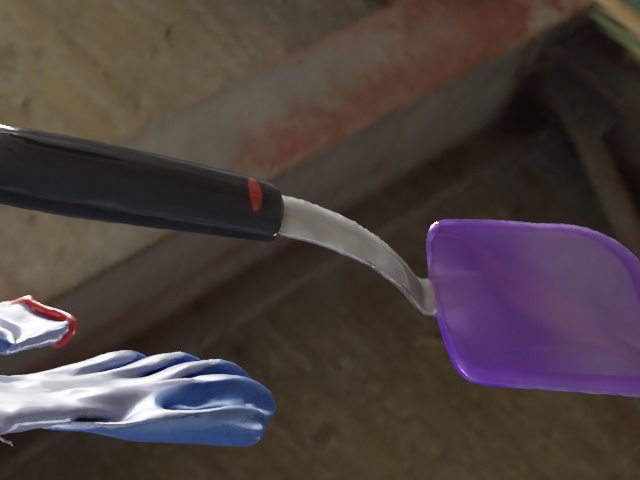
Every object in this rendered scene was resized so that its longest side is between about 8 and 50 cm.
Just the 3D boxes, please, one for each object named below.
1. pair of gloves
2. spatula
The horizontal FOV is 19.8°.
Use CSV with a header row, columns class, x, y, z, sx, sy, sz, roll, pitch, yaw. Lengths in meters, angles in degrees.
class,x,y,z,sx,sy,sz,roll,pitch,yaw
pair of gloves,-0.114,0.042,0.671,0.198,0.023,0.159,14,-172,35
spatula,0.000,0.000,0.655,0.296,0.030,0.084,16,-135,-27
